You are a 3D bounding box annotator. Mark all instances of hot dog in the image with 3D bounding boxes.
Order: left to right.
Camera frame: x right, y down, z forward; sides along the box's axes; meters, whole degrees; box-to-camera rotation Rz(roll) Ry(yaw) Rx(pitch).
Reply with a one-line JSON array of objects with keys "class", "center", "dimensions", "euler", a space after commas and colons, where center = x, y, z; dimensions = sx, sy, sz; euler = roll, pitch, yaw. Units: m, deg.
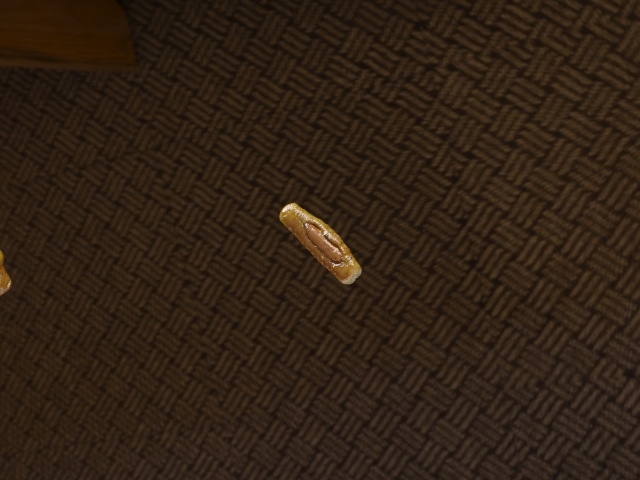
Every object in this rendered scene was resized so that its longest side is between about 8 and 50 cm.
[{"class": "hot dog", "center": [0.000, 0.000, 1.155], "dimensions": [0.044, 0.028, 0.137], "euler": [-44, 71, 3]}]

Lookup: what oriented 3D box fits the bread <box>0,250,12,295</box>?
[{"class": "bread", "center": [-0.551, 0.080, 1.181], "dimensions": [0.271, 0.139, 0.077], "euler": [-23, 100, -19]}]
